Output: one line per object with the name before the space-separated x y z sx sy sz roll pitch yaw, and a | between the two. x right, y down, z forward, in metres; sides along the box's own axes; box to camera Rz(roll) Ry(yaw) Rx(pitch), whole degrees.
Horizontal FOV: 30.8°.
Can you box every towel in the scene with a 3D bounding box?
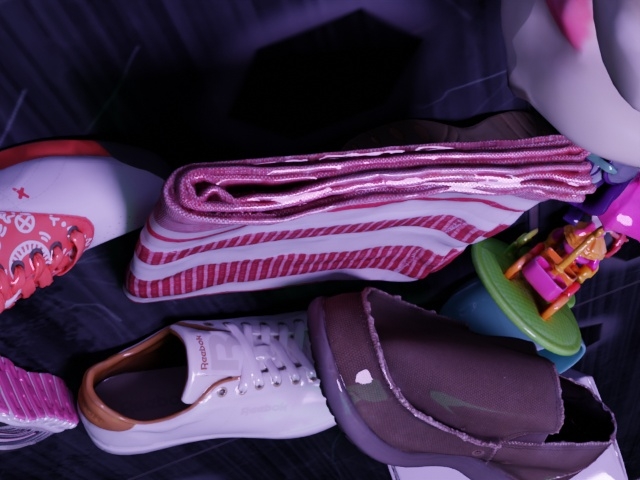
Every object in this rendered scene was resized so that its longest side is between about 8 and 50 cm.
towel | 0.000 0.000 0.744 0.237 0.037 0.329 -5 170 -15

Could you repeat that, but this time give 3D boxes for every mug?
mug | 0.163 0.091 1.120 0.157 0.097 0.129 -19 156 -4

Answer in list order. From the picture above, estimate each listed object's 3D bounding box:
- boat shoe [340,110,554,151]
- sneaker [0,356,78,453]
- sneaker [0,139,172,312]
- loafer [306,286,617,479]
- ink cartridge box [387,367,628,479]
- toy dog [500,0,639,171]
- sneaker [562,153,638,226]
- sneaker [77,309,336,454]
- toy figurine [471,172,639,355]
boat shoe | 0.087 -0.047 0.821 0.178 0.064 0.060 -10 151 -29
sneaker | -0.260 0.136 0.921 0.075 0.063 0.170 -31 159 7
sneaker | -0.197 0.027 0.652 0.270 0.145 0.090 -6 151 -31
loafer | 0.127 0.113 0.953 0.130 0.134 0.366 -32 144 26
ink cartridge box | 0.192 0.232 1.287 0.226 0.131 0.306 -21 177 3
toy dog | 0.229 -0.180 0.479 0.395 0.284 0.408 -26 164 -37
sneaker | 0.204 -0.084 0.773 0.098 0.083 0.224 -59 161 -17
sneaker | -0.060 0.113 0.979 0.290 0.106 0.123 -15 157 -10
toy figurine | 0.236 -0.005 0.992 0.159 0.130 0.173 -45 169 25
